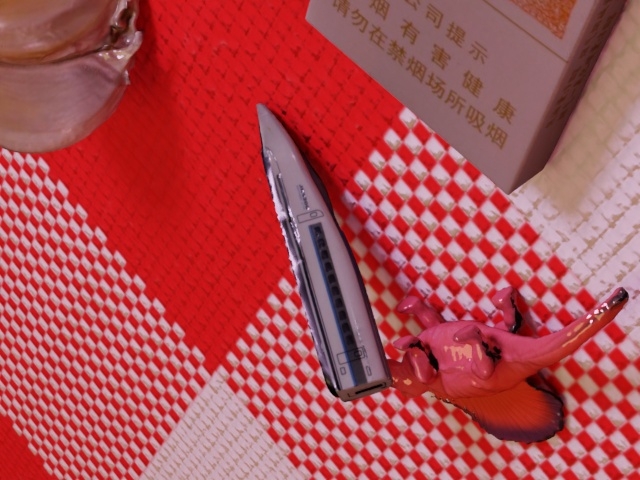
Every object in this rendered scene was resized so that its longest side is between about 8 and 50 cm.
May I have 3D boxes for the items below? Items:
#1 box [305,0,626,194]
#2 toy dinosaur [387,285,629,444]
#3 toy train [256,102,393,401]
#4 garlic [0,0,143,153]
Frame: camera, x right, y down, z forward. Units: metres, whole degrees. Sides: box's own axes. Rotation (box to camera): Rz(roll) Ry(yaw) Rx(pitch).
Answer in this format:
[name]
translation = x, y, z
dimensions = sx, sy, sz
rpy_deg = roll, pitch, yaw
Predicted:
[box]
translation = 0.109, -0.213, 1.023
dimensions = 0.204, 0.051, 0.365
rpy_deg = 43, 144, 19
[toy dinosaur]
translation = 0.149, 0.107, 1.244
dimensions = 0.286, 0.070, 0.139
rpy_deg = -11, 119, 51
[toy train]
translation = -0.001, 0.000, 1.302
dimensions = 0.055, 0.048, 0.252
rpy_deg = 49, -157, -73
[garlic]
translation = -0.245, -0.192, 1.417
dimensions = 0.143, 0.178, 0.229
rpy_deg = -135, 39, -76
